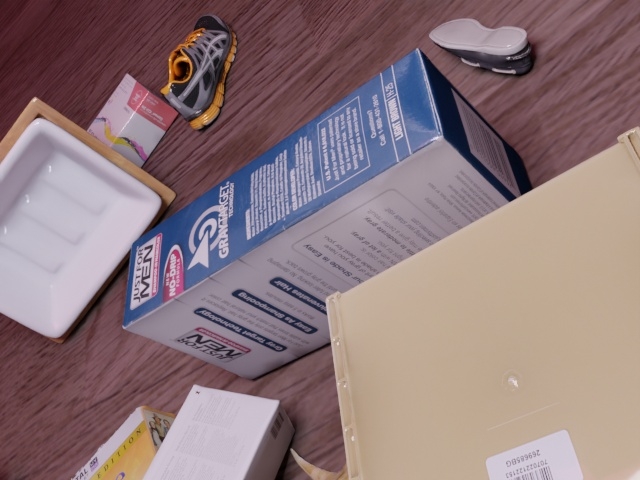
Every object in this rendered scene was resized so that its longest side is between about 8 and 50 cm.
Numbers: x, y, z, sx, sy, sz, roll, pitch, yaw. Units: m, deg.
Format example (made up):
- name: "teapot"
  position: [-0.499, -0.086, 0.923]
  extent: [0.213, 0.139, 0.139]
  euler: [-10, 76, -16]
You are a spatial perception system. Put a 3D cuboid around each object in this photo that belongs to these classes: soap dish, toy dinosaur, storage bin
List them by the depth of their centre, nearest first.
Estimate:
- name: "storage bin"
  position: [0.152, 0.107, 0.464]
  extent: [0.262, 0.123, 0.260]
  euler: [-30, 48, 27]
- name: "toy dinosaur"
  position: [0.020, 0.215, 0.579]
  extent: [0.183, 0.053, 0.093]
  euler: [144, 136, -66]
- name: "soap dish"
  position: [-0.386, -0.026, 1.011]
  extent: [0.291, 0.229, 0.118]
  euler: [-51, 24, 8]

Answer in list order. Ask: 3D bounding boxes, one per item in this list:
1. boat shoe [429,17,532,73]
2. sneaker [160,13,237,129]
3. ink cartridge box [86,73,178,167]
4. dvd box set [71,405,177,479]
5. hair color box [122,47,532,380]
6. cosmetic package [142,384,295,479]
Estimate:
- name: "boat shoe"
  position: [0.160, -0.194, 0.710]
  extent: [0.046, 0.038, 0.125]
  euler: [-45, 39, -16]
- name: "sneaker"
  position: [-0.185, -0.272, 1.064]
  extent: [0.084, 0.083, 0.215]
  euler: [-26, 48, 34]
- name: "ink cartridge box"
  position: [-0.328, -0.160, 1.145]
  extent: [0.198, 0.067, 0.115]
  euler: [-55, 41, 4]
- name: "dvd box set"
  position: [-0.192, 0.409, 0.656]
  extent: [0.307, 0.062, 0.420]
  euler: [-47, 42, 10]
- name: "hair color box"
  position: [0.000, 0.000, 0.640]
  extent: [0.347, 0.174, 0.105]
  euler: [-30, 47, 28]
- name: "cosmetic package"
  position: [-0.114, 0.247, 0.612]
  extent: [0.098, 0.060, 0.239]
  euler: [6, 48, 25]
